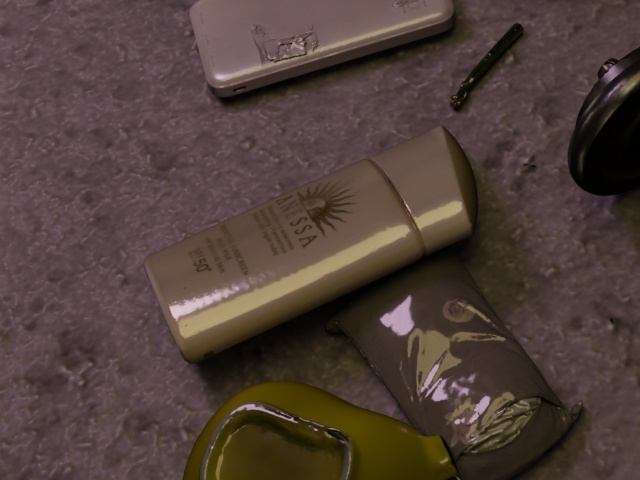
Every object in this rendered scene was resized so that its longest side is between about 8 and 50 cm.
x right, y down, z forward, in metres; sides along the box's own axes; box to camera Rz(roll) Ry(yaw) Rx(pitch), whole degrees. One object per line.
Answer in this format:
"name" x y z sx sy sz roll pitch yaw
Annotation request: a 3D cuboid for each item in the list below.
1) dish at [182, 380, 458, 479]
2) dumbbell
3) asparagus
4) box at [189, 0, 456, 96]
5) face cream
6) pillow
"dish" -0.021 0.224 1.522 0.262 0.108 0.221 10 68 24
"dumbbell" 0.357 -0.070 1.601 0.192 0.192 0.290 -31 59 -8
"asparagus" 0.178 -0.189 1.808 0.018 0.015 0.127 31 69 27
"box" 0.000 -0.252 1.865 0.285 0.044 0.142 -17 55 1
"face cream" 0.000 0.000 1.677 0.348 0.081 0.173 -24 34 -4
"pillow" 0.124 0.121 1.608 0.169 0.059 0.255 -33 60 -6
